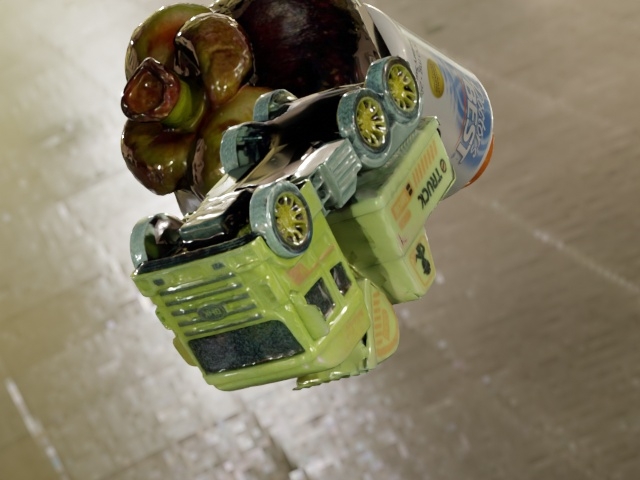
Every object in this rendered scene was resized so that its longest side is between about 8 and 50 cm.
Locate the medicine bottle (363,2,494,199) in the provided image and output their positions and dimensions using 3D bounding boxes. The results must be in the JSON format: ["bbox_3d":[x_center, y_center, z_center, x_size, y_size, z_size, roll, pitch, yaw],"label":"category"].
[{"bbox_3d":[0.070,-0.122,1.924,0.157,0.157,0.288,-13,-16,25],"label":"medicine bottle"}]

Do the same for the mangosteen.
[{"bbox_3d":[-0.038,-0.096,1.649,0.233,0.288,0.287,-21,20,13],"label":"mangosteen"}]

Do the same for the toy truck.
[{"bbox_3d":[0.000,0.000,0.934,0.085,0.116,0.191,-16,22,34],"label":"toy truck"}]
